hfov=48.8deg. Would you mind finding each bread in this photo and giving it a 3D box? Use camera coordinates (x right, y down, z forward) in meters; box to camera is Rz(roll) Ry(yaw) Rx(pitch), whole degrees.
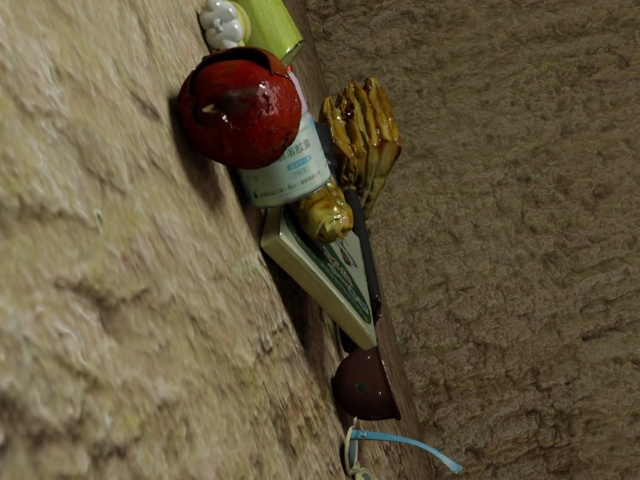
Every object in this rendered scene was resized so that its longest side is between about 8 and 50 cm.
[{"bbox_3d":[0.061,-0.217,1.759,0.325,0.166,0.278,117,-30,-45],"label":"bread"},{"bbox_3d":[-0.042,-0.137,1.183,0.084,0.077,0.368,17,36,-44],"label":"bread"}]

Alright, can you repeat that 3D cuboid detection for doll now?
[{"bbox_3d":[-0.150,-0.347,1.136,0.162,0.062,0.106,-81,150,-73],"label":"doll"}]

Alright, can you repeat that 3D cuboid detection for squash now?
[{"bbox_3d":[-0.114,-0.458,1.398,0.137,0.137,0.288,-30,101,-82],"label":"squash"}]

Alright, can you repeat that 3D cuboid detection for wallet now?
[{"bbox_3d":[0.068,0.068,1.549,0.378,0.051,0.197,-99,-158,-50],"label":"wallet"}]

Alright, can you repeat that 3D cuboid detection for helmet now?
[{"bbox_3d":[0.080,0.270,1.308,0.175,0.106,0.155,58,16,-76],"label":"helmet"}]

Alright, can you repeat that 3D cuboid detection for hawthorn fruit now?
[{"bbox_3d":[-0.101,-0.154,0.831,0.172,0.148,0.148,-25,99,-63],"label":"hawthorn fruit"}]

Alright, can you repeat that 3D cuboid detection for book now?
[{"bbox_3d":[0.000,0.000,1.242,0.260,0.043,0.371,47,17,-23],"label":"book"}]

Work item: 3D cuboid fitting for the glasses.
[{"bbox_3d":[0.136,0.408,1.174,0.088,0.220,0.190,-41,124,-38],"label":"glasses"}]

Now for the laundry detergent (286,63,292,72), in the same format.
[{"bbox_3d":[-0.098,-0.461,1.804,0.097,0.049,0.166,61,17,-73],"label":"laundry detergent"}]

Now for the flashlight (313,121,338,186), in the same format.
[{"bbox_3d":[0.004,-0.074,1.530,0.103,0.103,0.424,61,17,-58],"label":"flashlight"}]

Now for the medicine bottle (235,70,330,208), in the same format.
[{"bbox_3d":[-0.070,-0.145,1.021,0.135,0.135,0.169,-85,157,-70],"label":"medicine bottle"}]
